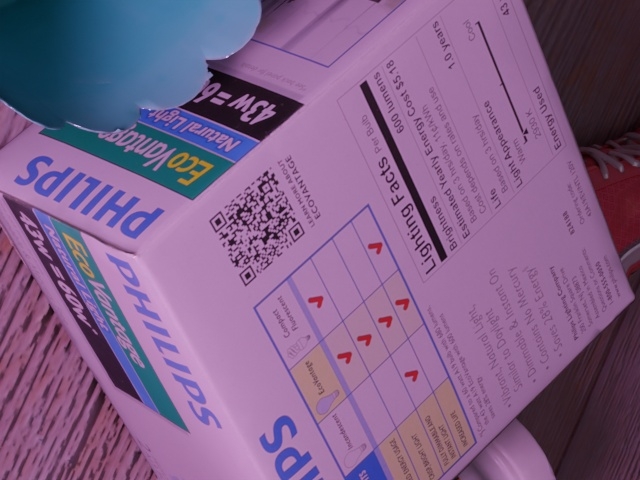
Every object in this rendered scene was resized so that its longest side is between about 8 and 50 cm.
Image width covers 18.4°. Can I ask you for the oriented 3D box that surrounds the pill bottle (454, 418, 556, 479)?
[{"bbox_3d":[0.058,0.257,1.645,0.278,0.162,0.162,-35,123,-26],"label":"pill bottle"}]

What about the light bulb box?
[{"bbox_3d":[0.000,0.000,1.472,0.361,0.225,0.358,-41,127,-22],"label":"light bulb box"}]

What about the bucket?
[{"bbox_3d":[-0.172,-0.220,1.261,0.281,0.183,0.281,-23,129,-32],"label":"bucket"}]

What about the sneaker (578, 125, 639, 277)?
[{"bbox_3d":[0.254,-0.039,1.747,0.314,0.116,0.136,-47,126,-19],"label":"sneaker"}]
